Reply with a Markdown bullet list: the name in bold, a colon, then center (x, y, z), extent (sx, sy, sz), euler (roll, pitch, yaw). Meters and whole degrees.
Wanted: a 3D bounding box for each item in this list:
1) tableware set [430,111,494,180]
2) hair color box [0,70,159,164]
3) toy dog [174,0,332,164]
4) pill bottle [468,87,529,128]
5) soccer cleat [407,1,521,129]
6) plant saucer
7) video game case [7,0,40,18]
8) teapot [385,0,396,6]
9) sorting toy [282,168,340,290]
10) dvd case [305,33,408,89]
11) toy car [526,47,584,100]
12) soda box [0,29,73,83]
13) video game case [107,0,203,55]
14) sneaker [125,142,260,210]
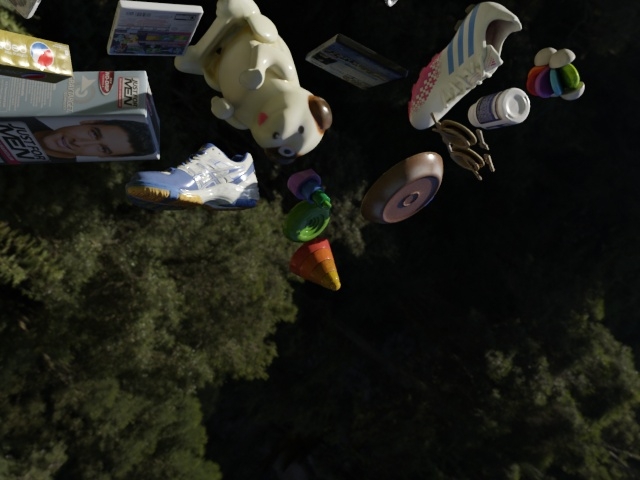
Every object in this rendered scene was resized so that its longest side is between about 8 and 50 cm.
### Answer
- **tableware set**: center (0.316, -0.205, 1.268), extent (0.039, 0.128, 0.194), euler (-56, 147, -5)
- **hair color box**: center (-0.550, -0.259, 1.203), extent (0.375, 0.113, 0.185), euler (-4, 159, -8)
- **toy dog**: center (-0.157, -0.408, 1.584), extent (0.285, 0.407, 0.395), euler (-37, 164, 18)
- **pill bottle**: center (0.480, -0.355, 1.534), extent (0.094, 0.094, 0.169), euler (-49, -163, -10)
- **soccer cleat**: center (0.330, -0.396, 1.303), extent (0.116, 0.143, 0.331), euler (17, 109, -47)
- **plant saucer**: center (0.174, -0.095, 1.138), extent (0.199, 0.036, 0.198), euler (-25, 152, -14)
- **video game case**: center (-0.570, -0.524, 1.001), extent (0.173, 0.190, 0.022), euler (-28, -156, 40)
- **teapot**: center (0.038, -0.523, 0.824), extent (0.256, 0.187, 0.252), euler (29, 81, -44)
- **sorting toy**: center (0.000, 0.000, 1.278), extent (0.127, 0.126, 0.365), euler (-30, 146, -19)
- **dvd case**: center (0.078, -0.413, 1.320), extent (0.022, 0.181, 0.253), euler (-69, -161, 1)
- **toy car**: center (0.725, -0.508, 1.766), extent (0.136, 0.159, 0.182), euler (-33, -153, -1)
- **soda box**: center (-0.536, -0.325, 0.989), extent (0.058, 0.061, 0.181), euler (-7, -178, 31)
- **video game case**: center (-0.415, -0.524, 1.399), extent (0.201, 0.023, 0.183), euler (-11, 166, -32)
- **sneaker**: center (-0.251, -0.127, 1.107), extent (0.112, 0.130, 0.297), euler (-6, 177, 39)
